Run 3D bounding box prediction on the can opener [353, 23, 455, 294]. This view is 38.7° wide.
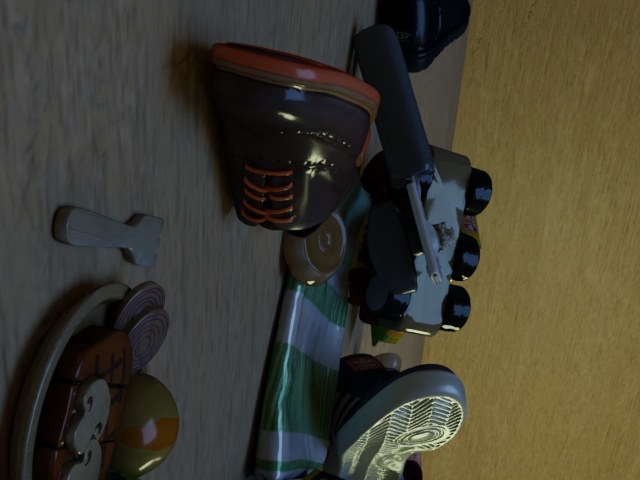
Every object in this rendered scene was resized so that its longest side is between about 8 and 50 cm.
[{"bbox_3d":[0.077,-0.082,0.952,0.074,0.093,0.280,-8,86,-81],"label":"can opener"}]

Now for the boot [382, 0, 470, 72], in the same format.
[{"bbox_3d":[0.137,-0.340,1.093,0.246,0.094,0.207,-56,158,-50],"label":"boot"}]

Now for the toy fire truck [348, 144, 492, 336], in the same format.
[{"bbox_3d":[0.094,0.001,1.142,0.246,0.159,0.216,5,-97,59],"label":"toy fire truck"}]

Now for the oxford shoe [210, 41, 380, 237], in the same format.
[{"bbox_3d":[-0.017,-0.054,0.590,0.271,0.097,0.098,35,71,-78],"label":"oxford shoe"}]

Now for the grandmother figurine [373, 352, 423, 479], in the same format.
[{"bbox_3d":[0.116,0.327,1.277,0.208,0.104,0.342,54,19,-48],"label":"grandmother figurine"}]

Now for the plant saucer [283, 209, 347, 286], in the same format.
[{"bbox_3d":[0.000,0.000,0.816,0.083,0.015,0.083,-2,93,-51],"label":"plant saucer"}]

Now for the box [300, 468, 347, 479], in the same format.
[{"bbox_3d":[-0.042,0.384,0.808,0.257,0.079,0.321,25,82,-77],"label":"box"}]

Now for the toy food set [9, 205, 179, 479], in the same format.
[{"bbox_3d":[-0.099,0.081,0.430,0.132,0.039,0.191,18,83,-79],"label":"toy food set"}]

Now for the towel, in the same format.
[{"bbox_3d":[-0.001,0.080,0.930,0.248,0.038,0.324,52,49,-74],"label":"towel"}]

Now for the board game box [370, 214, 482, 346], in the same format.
[{"bbox_3d":[0.132,0.035,1.236,0.259,0.039,0.124,-52,-149,45],"label":"board game box"}]

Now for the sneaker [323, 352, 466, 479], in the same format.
[{"bbox_3d":[0.064,0.186,1.068,0.350,0.131,0.148,118,-31,-58],"label":"sneaker"}]
